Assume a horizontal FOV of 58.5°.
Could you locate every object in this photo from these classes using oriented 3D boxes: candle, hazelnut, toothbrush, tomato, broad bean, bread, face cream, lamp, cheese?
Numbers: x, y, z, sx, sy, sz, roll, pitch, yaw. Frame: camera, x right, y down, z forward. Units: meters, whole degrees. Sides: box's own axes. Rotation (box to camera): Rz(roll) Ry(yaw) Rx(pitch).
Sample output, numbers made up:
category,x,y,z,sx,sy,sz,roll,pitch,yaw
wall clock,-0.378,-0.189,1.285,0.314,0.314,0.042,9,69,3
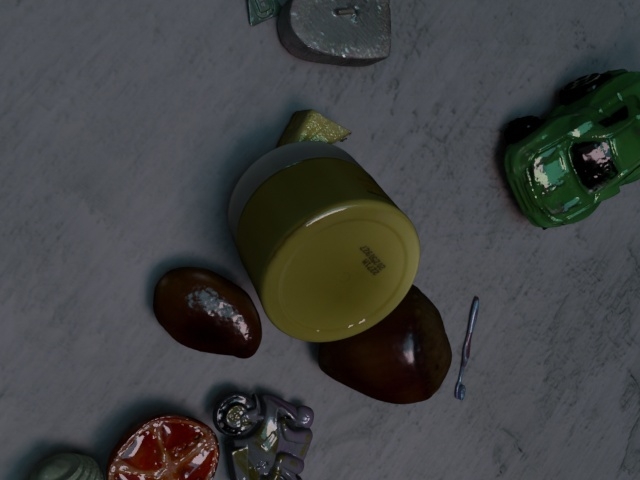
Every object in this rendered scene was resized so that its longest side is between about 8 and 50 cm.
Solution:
category,x,y,z,sx,sy,sz,roll,pitch,yaw
candle,0.038,-0.335,0.861,0.168,0.068,0.192,45,76,-21
hazelnut,0.093,0.162,0.886,0.208,0.208,0.208,-3,96,-25
toothbrush,0.272,0.198,1.053,0.013,0.019,0.193,11,89,-25
tomato,-0.227,0.309,0.802,0.156,0.069,0.155,-4,97,-32
broad bean,-0.157,0.102,0.808,0.165,0.084,0.114,24,88,-19
bread,-0.016,-0.133,0.848,0.080,0.084,0.109,29,83,-23
face cream,0.000,0.000,0.774,0.218,0.179,0.218,-12,126,-17
lamp,-0.330,0.370,0.750,0.106,0.106,0.193,-12,110,-24
cheese,-0.099,-0.375,0.816,0.067,0.026,0.120,-33,116,-19

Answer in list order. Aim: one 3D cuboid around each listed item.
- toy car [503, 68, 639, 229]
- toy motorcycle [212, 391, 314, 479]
category,x,y,z,sx,sy,sz,roll,pitch,yaw
toy car,0.507,-0.176,1.038,0.359,0.176,0.213,-34,107,-18
toy motorcycle,-0.071,0.316,0.876,0.152,0.073,0.225,-21,103,-24
